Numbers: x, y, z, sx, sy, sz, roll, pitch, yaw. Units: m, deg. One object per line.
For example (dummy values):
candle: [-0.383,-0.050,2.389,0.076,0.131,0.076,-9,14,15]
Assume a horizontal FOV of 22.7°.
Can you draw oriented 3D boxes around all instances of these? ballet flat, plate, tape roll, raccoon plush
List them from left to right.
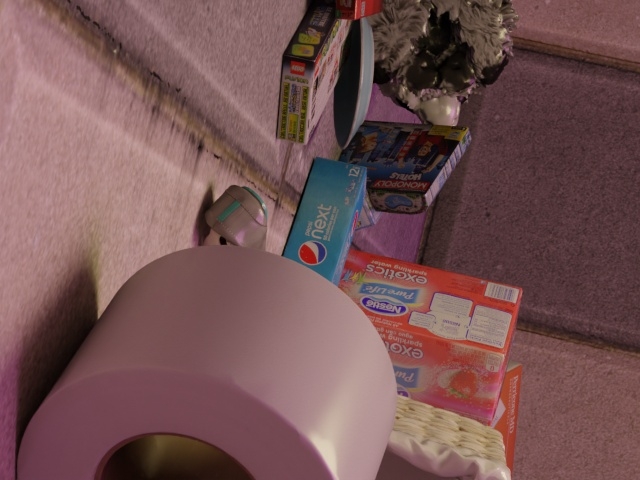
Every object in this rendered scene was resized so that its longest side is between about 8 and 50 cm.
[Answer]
tape roll: [-0.078,0.147,1.175,0.169,0.246,0.246,-65,165,-57]
ballet flat: [-0.087,0.022,1.587,0.068,0.072,0.213,-43,157,-22]
plate: [0.043,-0.205,1.967,0.188,0.024,0.188,-177,-90,-82]
raccoon plush: [0.179,-0.371,2.281,0.299,0.216,0.446,-72,173,-83]

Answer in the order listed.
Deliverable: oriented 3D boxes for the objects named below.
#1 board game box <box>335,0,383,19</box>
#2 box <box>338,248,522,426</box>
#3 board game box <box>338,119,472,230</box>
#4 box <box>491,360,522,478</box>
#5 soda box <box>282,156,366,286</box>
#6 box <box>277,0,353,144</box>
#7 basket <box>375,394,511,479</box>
board game box: [0.053,-0.395,1.806,0.145,0.027,0.281,-41,135,-72]
box: [0.108,0.128,2.158,0.154,0.300,0.142,-67,166,-52]
board game box: [0.093,-0.083,2.248,0.194,0.194,0.060,-56,137,-33]
box: [0.123,0.298,2.283,0.345,0.168,0.215,-20,119,-50]
soda box: [0.000,0.000,2.038,0.067,0.071,0.210,90,15,-59]
box: [-0.002,-0.213,1.829,0.207,0.036,0.114,-66,166,-51]
basket: [0.020,0.327,1.753,0.266,0.331,0.328,-32,138,-79]
